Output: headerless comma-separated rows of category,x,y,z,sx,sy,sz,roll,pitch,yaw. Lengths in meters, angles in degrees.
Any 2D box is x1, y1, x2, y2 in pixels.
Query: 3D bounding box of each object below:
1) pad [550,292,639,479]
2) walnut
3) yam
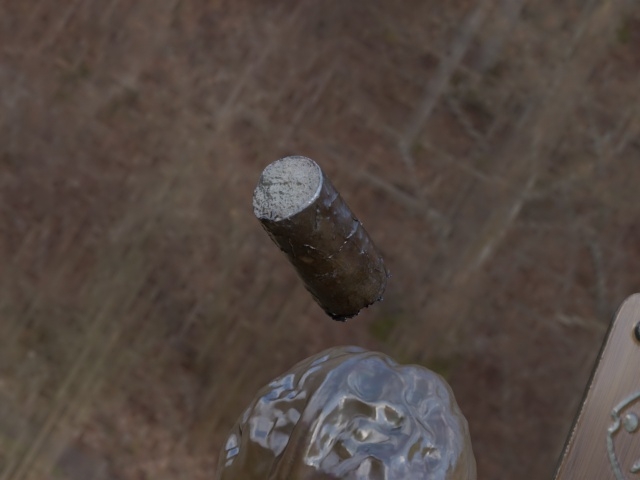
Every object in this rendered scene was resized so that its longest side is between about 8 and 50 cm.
pad,0.378,0.229,1.922,0.284,0.286,0.018,27,-12,-25
walnut,0.026,0.238,1.845,0.273,0.273,0.227,29,-29,6
yam,-0.001,-0.001,1.568,0.079,0.079,0.141,22,-24,43
